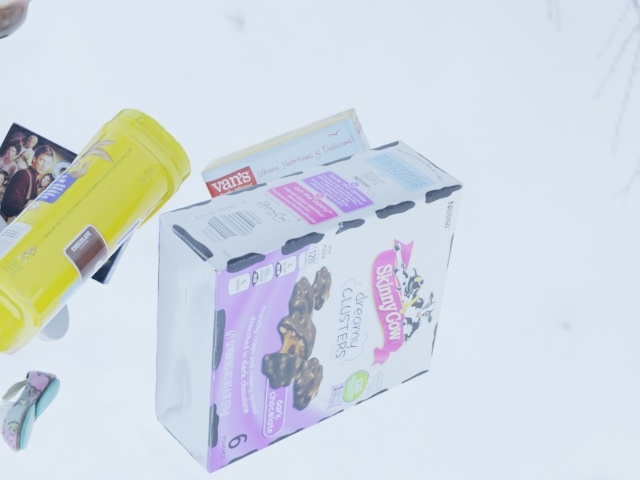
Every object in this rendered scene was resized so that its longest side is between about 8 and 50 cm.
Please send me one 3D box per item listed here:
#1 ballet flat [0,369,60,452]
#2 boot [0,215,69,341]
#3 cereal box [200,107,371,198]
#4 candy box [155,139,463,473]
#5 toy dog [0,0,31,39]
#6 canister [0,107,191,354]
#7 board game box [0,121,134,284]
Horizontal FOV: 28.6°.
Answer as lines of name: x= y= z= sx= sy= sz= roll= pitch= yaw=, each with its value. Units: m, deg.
ballet flat: x=-0.514 y=0.290 z=2.150 sx=0.221 sy=0.079 sz=0.077 roll=-75 pitch=177 yaw=-65
boot: x=-0.496 y=0.055 z=1.910 sx=0.258 sy=0.123 sz=0.095 roll=58 pitch=37 yaw=-18
cereal box: x=0.000 y=0.000 z=1.321 sx=0.047 sy=0.173 sz=0.240 roll=-67 pitch=137 yaw=-69
candy box: x=-0.008 y=0.040 z=0.832 sx=0.196 sy=0.070 sz=0.165 roll=-20 pitch=131 yaw=-33
toy dog: x=-0.467 y=-0.393 z=1.392 sx=0.395 sy=0.408 sz=0.284 roll=-44 pitch=151 yaw=-55
canister: x=-0.184 y=-0.005 z=0.911 sx=0.073 sy=0.126 sz=0.170 roll=44 pitch=57 yaw=-8
board game box: x=-0.406 y=-0.058 z=1.963 sx=0.165 sy=0.243 sz=0.042 roll=-63 pitch=178 yaw=0
